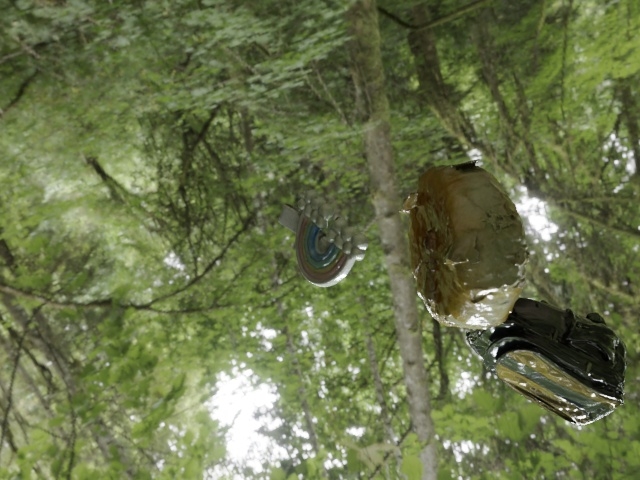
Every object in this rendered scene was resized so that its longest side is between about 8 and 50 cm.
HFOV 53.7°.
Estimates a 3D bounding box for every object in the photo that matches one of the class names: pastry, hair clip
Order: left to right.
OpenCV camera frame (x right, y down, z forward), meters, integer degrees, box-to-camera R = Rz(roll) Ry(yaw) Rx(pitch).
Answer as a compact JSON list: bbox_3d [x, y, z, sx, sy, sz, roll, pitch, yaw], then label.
[{"bbox_3d":[0.000,0.000,1.094,0.054,0.140,0.220,4,-150,-38],"label":"hair clip"},{"bbox_3d":[0.196,0.014,0.917,0.121,0.235,0.257,-4,164,-13],"label":"pastry"}]

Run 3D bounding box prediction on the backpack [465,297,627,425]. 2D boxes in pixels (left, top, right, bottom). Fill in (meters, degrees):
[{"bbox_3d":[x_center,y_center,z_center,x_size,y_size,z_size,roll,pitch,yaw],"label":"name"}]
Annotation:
[{"bbox_3d":[0.354,0.175,1.028,0.258,0.206,0.133,26,-126,8],"label":"backpack"}]
